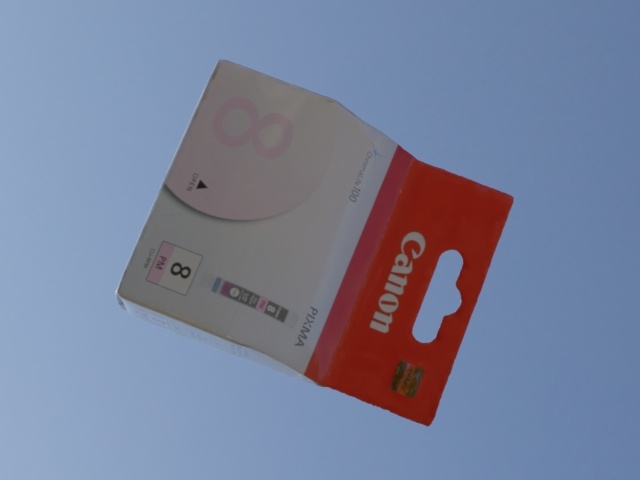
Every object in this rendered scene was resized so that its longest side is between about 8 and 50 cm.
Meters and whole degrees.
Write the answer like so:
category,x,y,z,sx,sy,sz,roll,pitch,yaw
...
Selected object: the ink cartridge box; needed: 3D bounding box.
category,x,y,z,sx,sy,sz,roll,pitch,yaw
ink cartridge box,0.000,0.000,1.011,0.232,0.189,0.066,20,-15,8
